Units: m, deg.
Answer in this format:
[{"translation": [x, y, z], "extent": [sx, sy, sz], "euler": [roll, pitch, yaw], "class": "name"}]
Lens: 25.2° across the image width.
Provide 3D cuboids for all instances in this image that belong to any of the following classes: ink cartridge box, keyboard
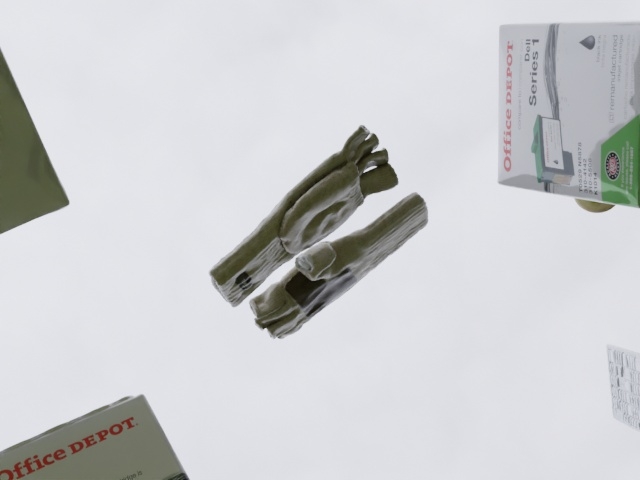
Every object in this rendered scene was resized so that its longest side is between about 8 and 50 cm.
[{"translation": [-0.184, 0.281, 1.270], "extent": [0.172, 0.237, 0.100], "euler": [-23, -28, -19], "class": "ink cartridge box"}, {"translation": [0.277, 0.132, 1.248], "extent": [0.014, 0.256, 0.072], "euler": [-11, -91, 1], "class": "keyboard"}, {"translation": [0.252, -0.117, 1.283], "extent": [0.093, 0.219, 0.160], "euler": [-4, -82, -26], "class": "ink cartridge box"}]

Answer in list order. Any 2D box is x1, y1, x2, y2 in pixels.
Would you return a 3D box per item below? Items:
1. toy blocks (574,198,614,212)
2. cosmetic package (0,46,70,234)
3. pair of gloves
[{"translation": [0.331, -0.098, 1.537], "extent": [0.123, 0.054, 0.148], "euler": [-17, -31, -2], "class": "toy blocks"}, {"translation": [-0.372, -0.099, 1.235], "extent": [0.225, 0.138, 0.224], "euler": [-25, -62, -12], "class": "cosmetic package"}, {"translation": [0.000, 0.000, 1.344], "extent": [0.204, 0.042, 0.240], "euler": [-41, -23, 1], "class": "pair of gloves"}]
